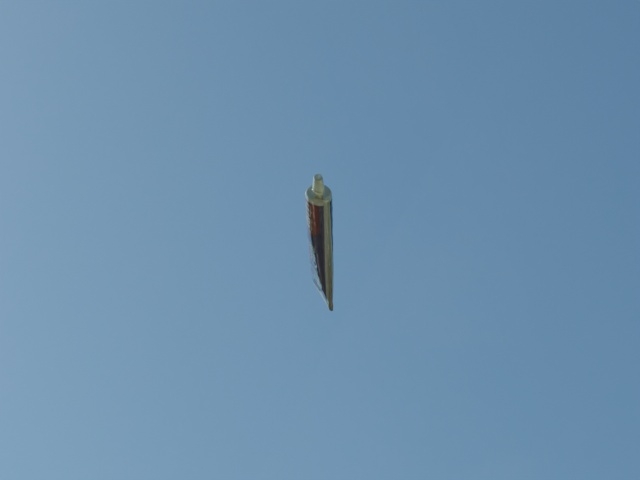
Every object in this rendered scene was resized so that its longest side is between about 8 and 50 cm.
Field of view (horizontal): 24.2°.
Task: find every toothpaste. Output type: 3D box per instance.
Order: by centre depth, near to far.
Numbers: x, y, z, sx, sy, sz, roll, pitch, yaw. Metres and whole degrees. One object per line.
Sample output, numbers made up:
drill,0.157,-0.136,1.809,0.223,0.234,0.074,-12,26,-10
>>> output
toothpaste,0.000,0.000,1.198,0.021,0.037,0.140,-19,-43,-16
